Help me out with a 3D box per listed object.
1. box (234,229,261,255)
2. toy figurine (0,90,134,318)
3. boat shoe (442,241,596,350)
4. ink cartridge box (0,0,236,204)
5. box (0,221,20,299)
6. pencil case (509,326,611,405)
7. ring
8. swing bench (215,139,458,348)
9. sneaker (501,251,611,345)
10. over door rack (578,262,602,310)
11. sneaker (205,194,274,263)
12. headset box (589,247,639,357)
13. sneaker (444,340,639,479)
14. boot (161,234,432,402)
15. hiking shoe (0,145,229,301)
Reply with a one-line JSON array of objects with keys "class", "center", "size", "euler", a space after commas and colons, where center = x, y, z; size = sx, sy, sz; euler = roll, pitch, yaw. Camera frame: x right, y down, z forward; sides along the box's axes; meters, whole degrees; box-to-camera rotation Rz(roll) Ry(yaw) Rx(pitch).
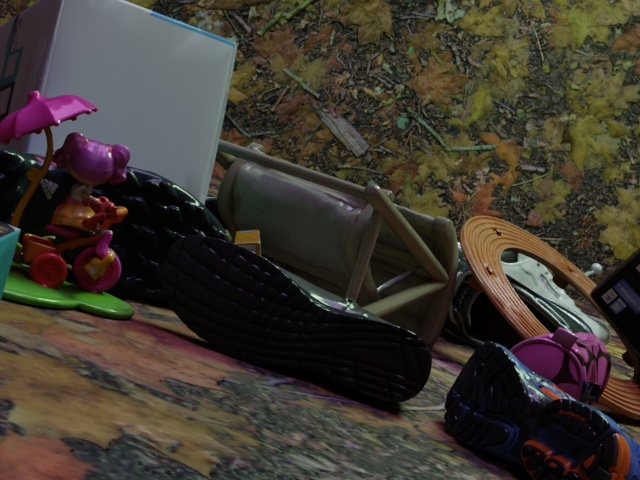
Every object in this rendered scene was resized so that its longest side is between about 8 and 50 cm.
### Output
[{"class": "box", "center": [-0.069, 0.035, 1.117], "size": [0.028, 0.081, 0.136], "euler": [-4, 6, -5]}, {"class": "toy figurine", "center": [-0.207, -0.035, 0.910], "size": [0.173, 0.159, 0.130], "euler": [18, 5, -20]}, {"class": "boat shoe", "center": [0.209, 0.076, 1.507], "size": [0.335, 0.121, 0.119], "euler": [22, 1, 15]}, {"class": "ink cartridge box", "center": [-0.255, -0.133, 1.250], "size": [0.198, 0.197, 0.270], "euler": [16, -11, -30]}, {"class": "box", "center": [-0.262, 0.016, 0.694], "size": [0.100, 0.060, 0.244], "euler": [19, 5, -5]}, {"class": "pencil case", "center": [0.238, 0.131, 1.126], "size": [0.095, 0.098, 0.209], "euler": [20, 4, 18]}, {"class": "ring", "center": [0.298, 0.096, 1.402], "size": [0.336, 0.032, 0.337], "euler": [33, 24, -17]}, {"class": "swing bench", "center": [0.000, 0.000, 1.306], "size": [0.253, 0.165, 0.254], "euler": [21, 5, 32]}, {"class": "sneaker", "center": [0.330, 0.085, 1.729], "size": [0.305, 0.152, 0.114], "euler": [18, 2, -25]}, {"class": "over door rack", "center": [0.570, 0.147, 1.763], "size": [0.324, 0.108, 0.239], "euler": [36, 4, -5]}, {"class": "sneaker", "center": [-0.129, -0.023, 1.466], "size": [0.124, 0.107, 0.283], "euler": [15, 1, 33]}, {"class": "headset box", "center": [0.493, 0.121, 1.447], "size": [0.246, 0.131, 0.283], "euler": [52, 17, 18]}, {"class": "sneaker", "center": [0.172, 0.149, 0.879], "size": [0.087, 0.083, 0.221], "euler": [32, 3, -30]}, {"class": "boot", "center": [-0.017, 0.075, 0.997], "size": [0.246, 0.083, 0.161], "euler": [25, -2, 3]}, {"class": "hiking shoe", "center": [-0.226, -0.028, 1.049], "size": [0.304, 0.113, 0.132], "euler": [21, -2, -20]}]
